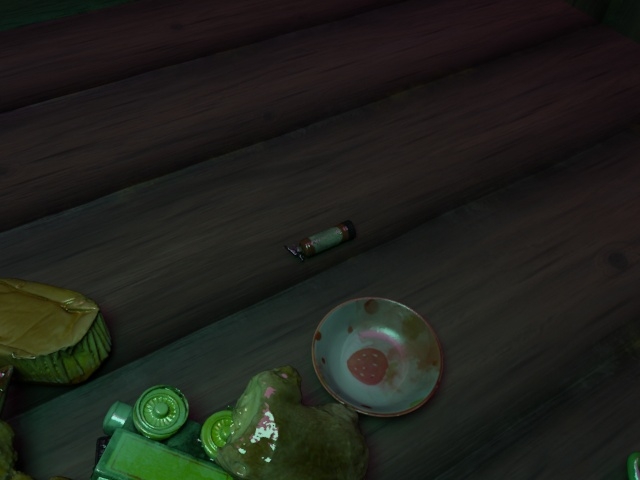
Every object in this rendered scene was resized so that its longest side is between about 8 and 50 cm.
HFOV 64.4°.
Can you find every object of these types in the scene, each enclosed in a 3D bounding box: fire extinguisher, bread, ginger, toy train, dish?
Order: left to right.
[{"bbox_3d":[-0.568,0.194,1.005,0.287,0.156,0.204,6,37,2],"label":"bread"},{"bbox_3d":[-0.242,0.369,0.841,0.271,0.159,0.188,26,39,-8],"label":"toy train"},{"bbox_3d":[-0.037,0.316,0.828,0.275,0.130,0.222,0,71,-40],"label":"ginger"},{"bbox_3d":[0.000,0.000,1.246,0.177,0.050,0.062,-22,74,-19],"label":"fire extinguisher"},{"bbox_3d":[0.111,0.245,1.032,0.259,0.085,0.261,2,50,-2],"label":"dish"}]

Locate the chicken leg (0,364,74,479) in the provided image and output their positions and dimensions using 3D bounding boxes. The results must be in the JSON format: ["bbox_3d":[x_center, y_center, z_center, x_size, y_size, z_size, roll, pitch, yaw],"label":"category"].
[{"bbox_3d":[-0.502,0.405,0.816,0.294,0.182,0.410,1,58,-18],"label":"chicken leg"}]

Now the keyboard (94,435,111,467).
[{"bbox_3d":[-0.342,0.484,0.865,0.100,0.018,0.310,-8,52,-7],"label":"keyboard"}]

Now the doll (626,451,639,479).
[{"bbox_3d":[0.527,0.500,0.792,0.182,0.160,0.363,32,59,23],"label":"doll"}]
